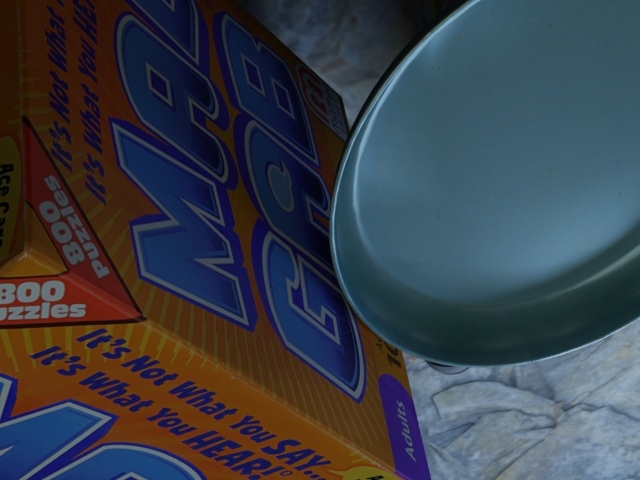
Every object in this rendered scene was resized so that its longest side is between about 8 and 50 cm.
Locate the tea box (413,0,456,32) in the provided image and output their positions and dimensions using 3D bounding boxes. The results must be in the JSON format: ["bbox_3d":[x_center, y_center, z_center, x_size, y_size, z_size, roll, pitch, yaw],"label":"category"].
[{"bbox_3d":[0.257,-0.146,1.014,0.329,0.220,0.323,-19,137,-1],"label":"tea box"}]

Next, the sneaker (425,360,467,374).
[{"bbox_3d":[0.155,0.040,1.270,0.098,0.083,0.224,27,121,-33],"label":"sneaker"}]

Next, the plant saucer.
[{"bbox_3d":[0.149,-0.052,0.856,0.318,0.043,0.317,-13,132,-14],"label":"plant saucer"}]

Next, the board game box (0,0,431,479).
[{"bbox_3d":[-0.197,0.029,0.888,0.356,0.356,0.356,-29,138,22],"label":"board game box"}]
